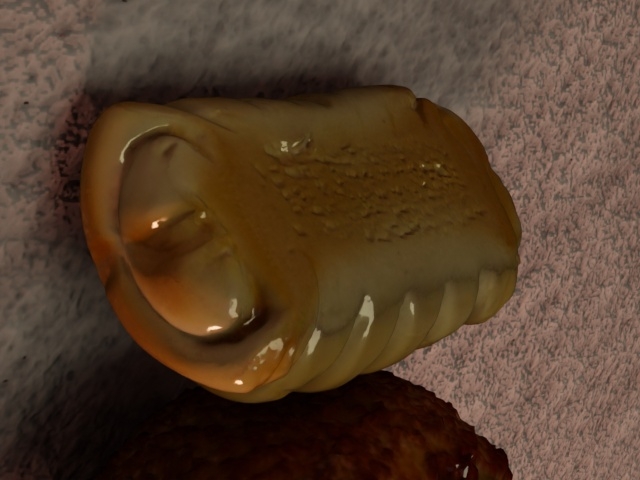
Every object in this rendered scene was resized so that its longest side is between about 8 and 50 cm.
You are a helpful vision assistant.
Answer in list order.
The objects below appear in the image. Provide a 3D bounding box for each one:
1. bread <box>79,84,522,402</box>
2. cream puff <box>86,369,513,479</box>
[{"bbox_3d":[0.000,0.000,0.852,0.121,0.173,0.311,-39,162,35],"label":"bread"},{"bbox_3d":[-0.042,0.203,0.872,0.350,0.229,0.350,-36,-174,4],"label":"cream puff"}]
